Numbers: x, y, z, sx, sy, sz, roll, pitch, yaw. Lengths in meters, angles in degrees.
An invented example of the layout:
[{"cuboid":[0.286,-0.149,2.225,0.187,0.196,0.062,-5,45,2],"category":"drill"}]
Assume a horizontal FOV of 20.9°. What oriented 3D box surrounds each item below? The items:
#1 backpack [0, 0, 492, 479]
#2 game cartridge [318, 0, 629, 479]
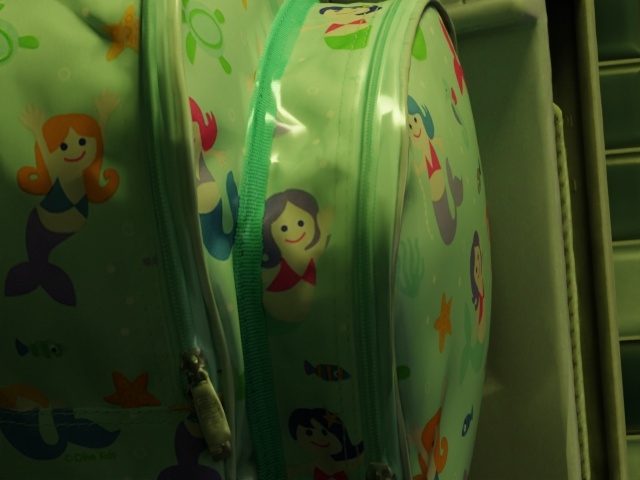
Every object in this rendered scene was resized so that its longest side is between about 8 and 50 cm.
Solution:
[{"cuboid":[-0.042,-0.003,0.594,0.225,0.191,0.253,-71,148,-58],"category":"backpack"},{"cuboid":[0.023,0.031,0.766,0.068,0.230,0.355,-1,86,-50],"category":"game cartridge"}]
